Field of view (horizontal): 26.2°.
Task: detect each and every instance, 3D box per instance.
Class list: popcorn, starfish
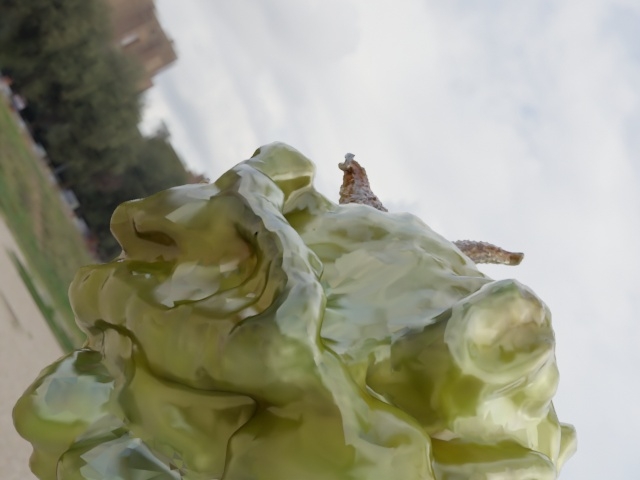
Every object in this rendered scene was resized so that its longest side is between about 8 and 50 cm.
[{"bbox_3d":[-0.018,0.103,0.737,0.312,0.312,0.312,57,-11,17],"label":"popcorn"},{"bbox_3d":[-0.001,0.005,1.062,0.231,0.295,0.048,43,-43,46],"label":"starfish"}]
